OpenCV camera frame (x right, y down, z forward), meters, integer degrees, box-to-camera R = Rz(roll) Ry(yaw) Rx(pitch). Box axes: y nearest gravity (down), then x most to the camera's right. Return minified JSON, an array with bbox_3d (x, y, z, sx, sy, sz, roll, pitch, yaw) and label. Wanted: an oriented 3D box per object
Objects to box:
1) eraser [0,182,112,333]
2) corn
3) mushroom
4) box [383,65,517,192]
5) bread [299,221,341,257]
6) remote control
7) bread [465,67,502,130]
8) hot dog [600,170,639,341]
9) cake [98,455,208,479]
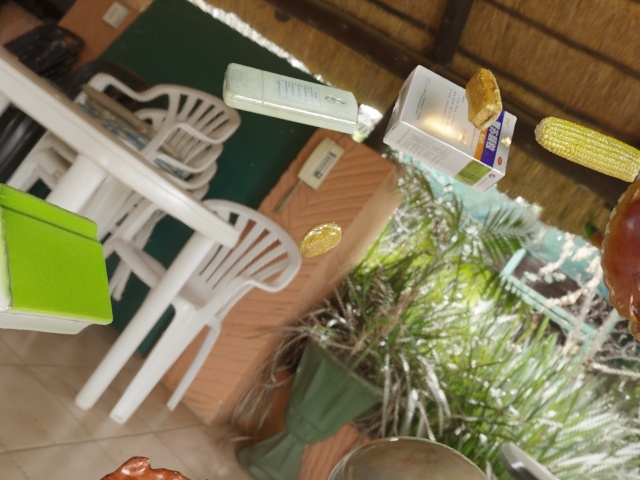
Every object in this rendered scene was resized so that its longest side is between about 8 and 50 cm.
[{"bbox_3d":[-0.450,0.037,0.930,0.274,0.092,0.210,47,27,-72],"label":"eraser"},{"bbox_3d":[0.606,-0.208,1.319,0.248,0.081,0.081,23,-3,2],"label":"corn"},{"bbox_3d":[0.177,0.564,1.163,0.361,0.295,0.362,3,9,-1],"label":"mushroom"},{"bbox_3d":[0.330,-0.281,1.480,0.299,0.200,0.106,25,-29,-8],"label":"box"},{"bbox_3d":[0.000,0.000,1.312,0.024,0.110,0.110,61,10,32],"label":"bread"},{"bbox_3d":[-0.049,-0.241,0.991,0.233,0.038,0.098,9,47,-16],"label":"remote control"},{"bbox_3d":[0.346,-0.301,1.245,0.053,0.132,0.074,16,-38,-20],"label":"bread"},{"bbox_3d":[0.548,0.019,0.707,0.365,0.367,0.196,41,1,24],"label":"hot dog"},{"bbox_3d":[-0.120,0.398,0.589,0.319,0.270,0.269,21,-28,-6],"label":"cake"}]
